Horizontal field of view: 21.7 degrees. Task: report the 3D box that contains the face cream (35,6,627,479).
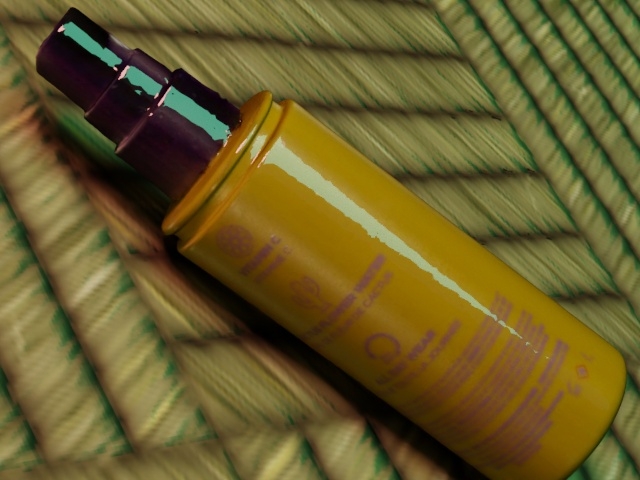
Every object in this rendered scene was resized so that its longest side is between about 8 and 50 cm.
[{"bbox_3d":[0.000,0.000,0.681,0.273,0.078,0.078,37,34,-12],"label":"face cream"}]
